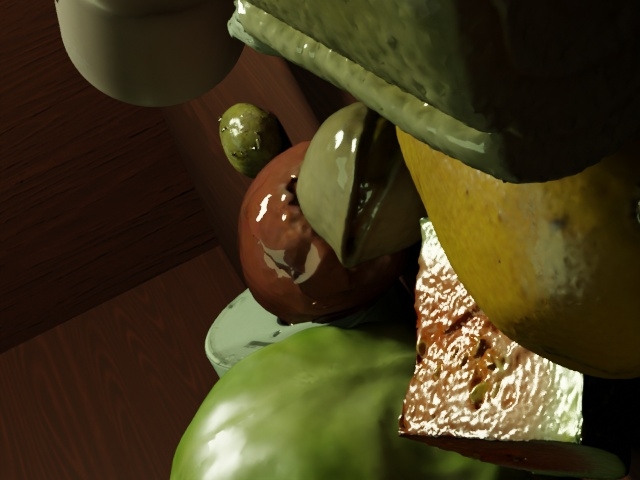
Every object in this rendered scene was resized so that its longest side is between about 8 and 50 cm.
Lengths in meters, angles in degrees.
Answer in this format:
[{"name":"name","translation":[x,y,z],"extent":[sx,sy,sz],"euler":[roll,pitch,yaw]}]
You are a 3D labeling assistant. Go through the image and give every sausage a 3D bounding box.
[{"name":"sausage","translation":[0.000,0.000,1.115],"extent":[0.152,0.152,0.280],"euler":[63,173,5]}]

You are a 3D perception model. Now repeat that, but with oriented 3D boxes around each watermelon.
[{"name":"watermelon","translation":[0.120,0.063,0.768],"extent":[0.193,0.137,0.145],"euler":[91,-174,-74]}]

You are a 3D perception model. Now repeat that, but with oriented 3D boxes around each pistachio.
[{"name":"pistachio","translation":[0.035,-0.041,0.891],"extent":[0.113,0.113,0.149],"euler":[61,173,16]}]

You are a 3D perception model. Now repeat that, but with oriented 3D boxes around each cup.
[{"name":"cup","translation":[-0.157,-0.279,1.203],"extent":[0.200,0.191,0.253],"euler":[112,164,-75]}]

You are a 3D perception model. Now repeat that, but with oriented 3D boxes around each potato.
[{"name":"potato","translation":[-0.086,-0.122,1.565],"extent":[0.092,0.070,0.138],"euler":[63,173,8]}]

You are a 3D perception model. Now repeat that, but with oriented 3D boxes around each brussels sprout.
[{"name":"brussels sprout","translation":[0.037,0.294,1.044],"extent":[0.425,0.361,0.342],"euler":[62,169,20]}]

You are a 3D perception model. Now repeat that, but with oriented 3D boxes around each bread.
[{"name":"bread","translation":[0.043,-0.112,0.407],"extent":[0.141,0.134,0.148],"euler":[36,149,40]}]

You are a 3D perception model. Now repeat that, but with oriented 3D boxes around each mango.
[{"name":"mango","translation":[0.093,-0.029,0.538],"extent":[0.147,0.109,0.227],"euler":[63,176,-33]}]

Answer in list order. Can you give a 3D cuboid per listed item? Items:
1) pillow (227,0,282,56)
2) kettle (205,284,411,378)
[{"name":"pillow","translation":[0.018,-0.128,0.685],"extent":[0.229,0.128,0.051],"euler":[173,101,-83]},{"name":"kettle","translation":[0.027,0.210,1.322],"extent":[0.265,0.205,0.318],"euler":[-76,-34,-60]}]
